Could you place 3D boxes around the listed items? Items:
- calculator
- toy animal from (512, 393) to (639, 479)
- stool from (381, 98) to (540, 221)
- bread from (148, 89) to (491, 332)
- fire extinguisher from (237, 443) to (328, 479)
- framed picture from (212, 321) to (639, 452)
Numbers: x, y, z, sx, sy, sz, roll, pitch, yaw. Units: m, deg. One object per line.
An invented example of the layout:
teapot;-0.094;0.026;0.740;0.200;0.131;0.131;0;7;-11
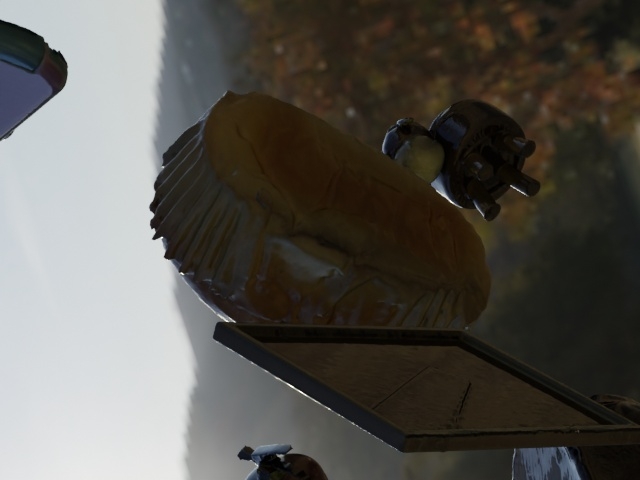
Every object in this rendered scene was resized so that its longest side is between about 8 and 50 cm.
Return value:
calculator;-0.394;-0.148;2.024;0.173;0.293;0.051;18;-128;-37
toy animal;0.396;0.281;2.183;0.251;0.310;0.251;178;90;-71
stool;0.168;-0.097;2.297;0.121;0.217;0.125;46;127;47
bread;-0.003;0.008;2.073;0.388;0.183;0.236;32;-137;-17
fire extinguisher;-0.010;0.367;2.361;0.135;0.114;0.337;9;135;47
framed picture;0.076;0.095;1.277;0.250;0.016;0.184;3;-162;-47
